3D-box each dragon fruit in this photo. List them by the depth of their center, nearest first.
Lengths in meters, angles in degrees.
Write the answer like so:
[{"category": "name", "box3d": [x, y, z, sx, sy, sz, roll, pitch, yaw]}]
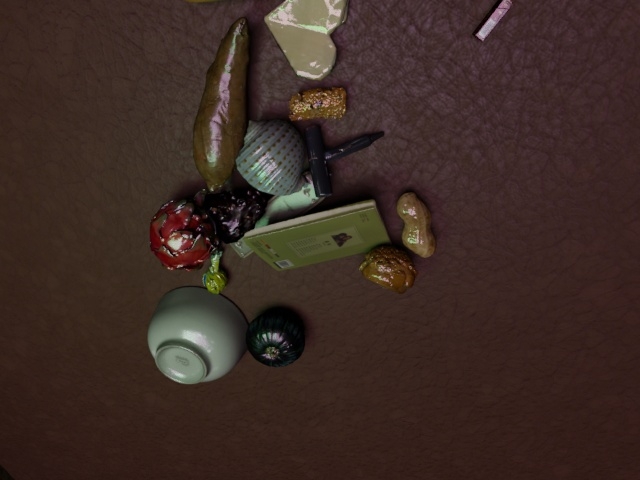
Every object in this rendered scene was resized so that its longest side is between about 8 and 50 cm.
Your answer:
[{"category": "dragon fruit", "box3d": [-0.374, -0.026, 1.120, 0.193, 0.192, 0.274, 10, 124, -20]}]

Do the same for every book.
[{"category": "book", "box3d": [0.000, 0.000, 1.083, 0.352, 0.035, 0.239, -14, 150, 14]}]

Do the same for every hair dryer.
[{"category": "hair dryer", "box3d": [0.067, -0.205, 0.990, 0.195, 0.050, 0.173, -9, 91, 3]}]

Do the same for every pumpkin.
[{"category": "pumpkin", "box3d": [-0.146, 0.323, 1.305, 0.202, 0.140, 0.201, 5, 123, 8]}]

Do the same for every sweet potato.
[{"category": "sweet potato", "box3d": [-0.230, -0.314, 0.966, 0.131, 0.130, 0.422, 20, 120, -1]}]

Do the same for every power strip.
[{"category": "power strip", "box3d": [-0.113, -0.080, 1.115, 0.388, 0.066, 0.092, -34, 102, 28]}]

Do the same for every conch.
[{"category": "conch", "box3d": [-0.102, -0.211, 0.965, 0.200, 0.172, 0.131, 35, 132, 3]}]

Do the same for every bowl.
[{"category": "bowl", "box3d": [-0.427, 0.349, 1.345, 0.354, 0.185, 0.353, 5, 120, 8]}]

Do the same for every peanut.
[{"category": "peanut", "box3d": [0.250, -0.039, 1.057, 0.089, 0.089, 0.192, -13, 112, 17]}]

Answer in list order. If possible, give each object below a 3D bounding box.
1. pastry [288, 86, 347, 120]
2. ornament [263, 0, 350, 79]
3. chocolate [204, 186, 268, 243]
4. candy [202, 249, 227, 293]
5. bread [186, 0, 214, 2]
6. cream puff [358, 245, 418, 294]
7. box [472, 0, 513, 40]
[{"category": "pastry", "box3d": [-0.007, -0.324, 0.959, 0.140, 0.056, 0.080, 0, 127, 3]}, {"category": "ornament", "box3d": [-0.039, -0.470, 0.883, 0.180, 0.059, 0.201, 16, 118, 3]}, {"category": "chocolate", "box3d": [-0.204, -0.084, 1.047, 0.133, 0.156, 0.156, -26, 112, 13]}, {"category": "candy", "box3d": [-0.317, 0.045, 1.228, 0.077, 0.073, 0.262, 23, 117, 25]}, {"category": "bread", "box3d": [-0.186, -0.557, 0.846, 0.239, 0.074, 0.092, 2, 108, 9]}, {"category": "cream puff", "box3d": [0.190, 0.075, 1.099, 0.150, 0.165, 0.115, 24, 90, 23]}, {"category": "box", "box3d": [0.349, -0.450, 0.819, 0.023, 0.051, 0.082, 32, 121, -10]}]
